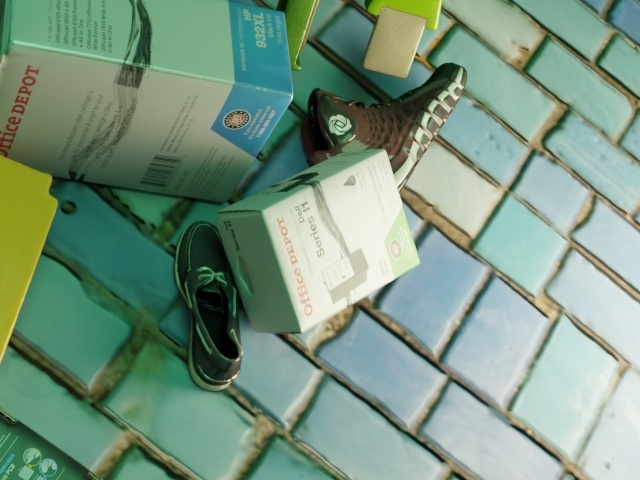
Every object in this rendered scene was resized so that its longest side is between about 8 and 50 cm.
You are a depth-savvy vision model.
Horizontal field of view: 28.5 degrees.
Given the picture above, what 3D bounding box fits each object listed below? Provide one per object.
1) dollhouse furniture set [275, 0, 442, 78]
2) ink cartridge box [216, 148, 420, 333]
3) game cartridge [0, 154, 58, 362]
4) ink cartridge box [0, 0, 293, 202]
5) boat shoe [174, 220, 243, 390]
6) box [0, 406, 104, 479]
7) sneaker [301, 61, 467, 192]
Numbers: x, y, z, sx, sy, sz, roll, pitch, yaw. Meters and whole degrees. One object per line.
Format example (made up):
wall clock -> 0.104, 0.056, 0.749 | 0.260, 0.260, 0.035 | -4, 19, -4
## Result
dollhouse furniture set -> 0.040, -0.335, 1.702 | 0.197, 0.151, 0.301 | 13, 26, -11
ink cartridge box -> 0.000, 0.000, 1.445 | 0.208, 0.086, 0.153 | -29, 107, -38
game cartridge -> -0.452, 0.002, 1.268 | 0.323, 0.052, 0.285 | 23, 58, -16
ink cartridge box -> -0.215, -0.168, 1.390 | 0.307, 0.223, 0.129 | 8, 58, -23
boat shoe -> -0.116, 0.061, 1.402 | 0.075, 0.065, 0.206 | 6, 59, -24
box -> -0.326, 0.304, 1.123 | 0.293, 0.073, 0.296 | 35, 57, -6
sneaker -> 0.073, -0.169, 1.615 | 0.162, 0.106, 0.281 | 34, 52, -1
